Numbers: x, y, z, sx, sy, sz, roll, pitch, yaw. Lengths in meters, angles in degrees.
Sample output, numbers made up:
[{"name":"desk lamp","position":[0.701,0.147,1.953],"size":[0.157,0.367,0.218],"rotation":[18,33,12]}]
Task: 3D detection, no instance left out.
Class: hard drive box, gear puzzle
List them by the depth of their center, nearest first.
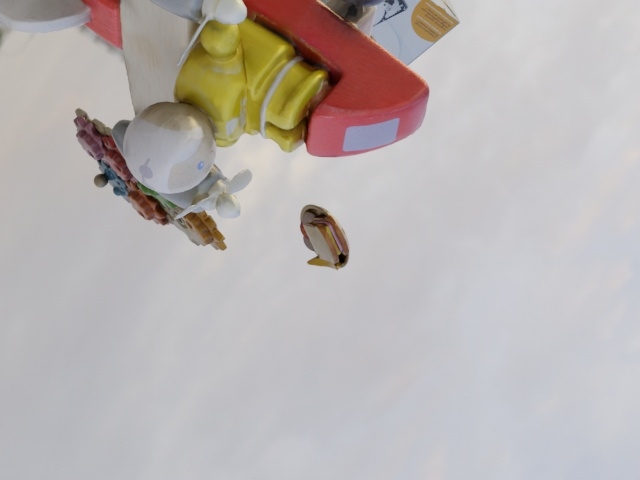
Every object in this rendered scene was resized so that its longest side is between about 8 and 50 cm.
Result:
[{"name":"gear puzzle","position":[-0.234,-0.059,1.800],"size":[0.044,0.175,0.339],"rotation":[-41,-135,-18]},{"name":"hard drive box","position":[0.049,-0.306,1.857],"size":[0.232,0.181,0.089],"rotation":[-38,-133,26]}]

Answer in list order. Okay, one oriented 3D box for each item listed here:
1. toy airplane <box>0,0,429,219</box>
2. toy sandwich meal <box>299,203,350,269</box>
[{"name":"toy airplane","position":[-0.139,-0.174,1.247],"size":[0.384,0.386,0.272],"rotation":[-10,-129,40]},{"name":"toy sandwich meal","position":[0.000,0.000,1.374],"size":[0.029,0.085,0.086],"rotation":[-33,-170,-28]}]
